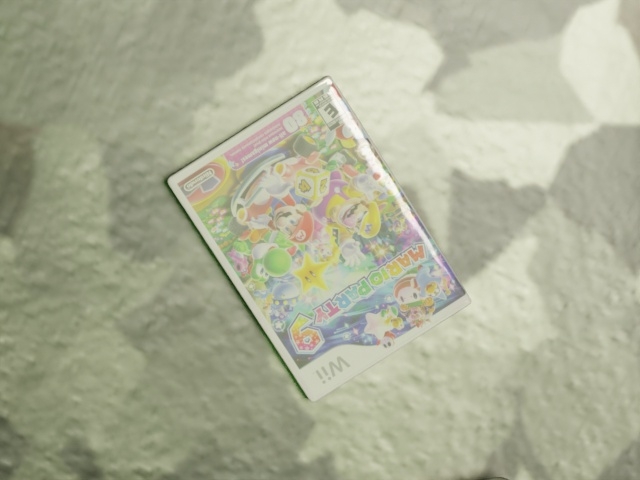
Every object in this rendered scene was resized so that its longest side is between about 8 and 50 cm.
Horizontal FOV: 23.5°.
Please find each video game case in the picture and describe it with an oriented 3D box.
[{"bbox_3d":[0.000,0.000,0.693,0.087,0.011,0.122,-33,98,1],"label":"video game case"}]

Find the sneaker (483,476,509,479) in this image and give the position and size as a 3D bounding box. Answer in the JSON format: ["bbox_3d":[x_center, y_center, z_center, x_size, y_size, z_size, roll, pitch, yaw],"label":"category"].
[{"bbox_3d":[0.108,0.210,0.690,0.115,0.090,0.232,-31,99,-2],"label":"sneaker"}]
